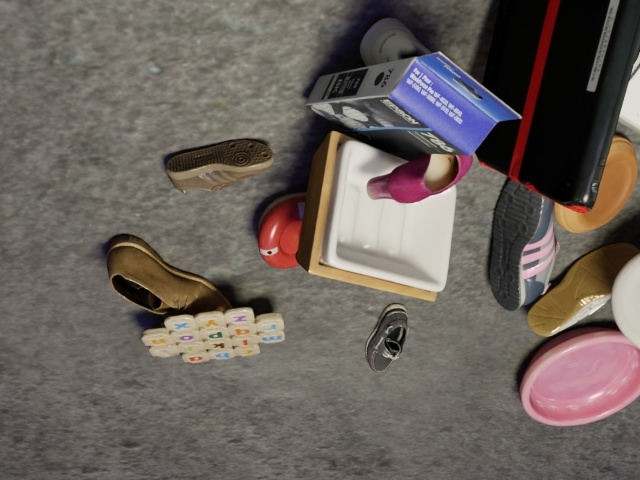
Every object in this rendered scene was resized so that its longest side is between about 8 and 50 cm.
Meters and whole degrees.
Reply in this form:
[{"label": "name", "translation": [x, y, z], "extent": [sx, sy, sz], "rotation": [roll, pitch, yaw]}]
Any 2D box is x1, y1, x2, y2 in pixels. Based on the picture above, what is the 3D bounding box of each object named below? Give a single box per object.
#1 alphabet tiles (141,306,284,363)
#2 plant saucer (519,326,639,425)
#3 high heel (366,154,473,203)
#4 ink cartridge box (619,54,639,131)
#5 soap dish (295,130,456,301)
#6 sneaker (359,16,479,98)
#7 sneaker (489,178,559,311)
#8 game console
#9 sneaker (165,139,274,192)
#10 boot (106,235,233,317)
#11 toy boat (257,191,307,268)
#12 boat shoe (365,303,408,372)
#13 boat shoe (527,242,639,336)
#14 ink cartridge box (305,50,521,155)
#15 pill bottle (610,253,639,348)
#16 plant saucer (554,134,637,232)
[{"label": "alphabet tiles", "translation": [-0.216, 0.197, 1.318], "extent": [0.283, 0.021, 0.278], "rotation": [-7, 153, -5]}, {"label": "plant saucer", "translation": [0.648, 0.329, 1.576], "extent": [0.331, 0.084, 0.332], "rotation": [-4, 128, -6]}, {"label": "high heel", "translation": [0.193, -0.112, 1.014], "extent": [0.244, 0.117, 0.082], "rotation": [-14, 98, -37]}, {"label": "ink cartridge box", "translation": [0.540, -0.234, 0.980], "extent": [0.384, 0.279, 0.161], "rotation": [21, 114, -23]}, {"label": "soap dish", "translation": [0.096, -0.031, 1.086], "extent": [0.290, 0.229, 0.118], "rotation": [15, 169, -37]}, {"label": "sneaker", "translation": [0.186, -0.230, 1.032], "extent": [0.297, 0.129, 0.111], "rotation": [31, 110, -30]}, {"label": "sneaker", "translation": [0.426, -0.010, 1.280], "extent": [0.131, 0.112, 0.319], "rotation": [-19, 130, -24]}, {"label": "game console", "translation": [0.318, -0.260, 0.846], "extent": [0.060, 0.342, 0.387], "rotation": [5, 107, -12]}, {"label": "sneaker", "translation": [-0.171, -0.126, 1.115], "extent": [0.188, 0.066, 0.071], "rotation": [-6, 146, 2]}, {"label": "boot", "translation": [-0.291, 0.118, 1.245], "extent": [0.112, 0.115, 0.305], "rotation": [-40, 127, 16]}, {"label": "toy boat", "translation": [0.000, 0.000, 1.172], "extent": [0.230, 0.151, 0.151], "rotation": [-8, 129, -3]}, {"label": "boat shoe", "translation": [0.151, 0.237, 1.438], "extent": [0.075, 0.065, 0.206], "rotation": [5, 127, -12]}, {"label": "boat shoe", "translation": [0.577, 0.111, 1.396], "extent": [0.277, 0.098, 0.096], "rotation": [-39, 150, 12]}, {"label": "ink cartridge box", "translation": [0.119, -0.192, 0.943], "extent": [0.165, 0.332, 0.065], "rotation": [29, 84, -26]}, {"label": "pill bottle", "translation": [0.737, 0.132, 1.286], "extent": [0.210, 0.210, 0.362], "rotation": [-44, 149, 24]}, {"label": "plant saucer", "translation": [0.529, -0.100, 1.203], "extent": [0.199, 0.037, 0.200], "rotation": [-16, 124, -24]}]
